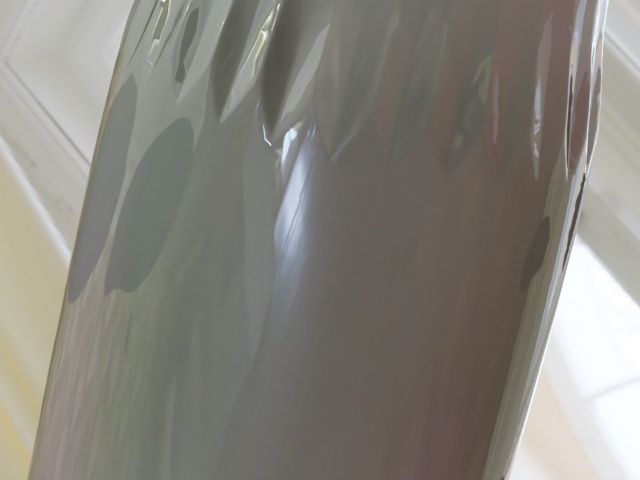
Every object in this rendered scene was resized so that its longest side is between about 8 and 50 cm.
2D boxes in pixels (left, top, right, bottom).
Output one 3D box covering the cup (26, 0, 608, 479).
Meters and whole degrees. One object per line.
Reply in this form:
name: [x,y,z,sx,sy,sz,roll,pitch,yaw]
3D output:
cup: [0.000,0.000,0.621,0.253,0.253,0.371,-22,-52,-61]
